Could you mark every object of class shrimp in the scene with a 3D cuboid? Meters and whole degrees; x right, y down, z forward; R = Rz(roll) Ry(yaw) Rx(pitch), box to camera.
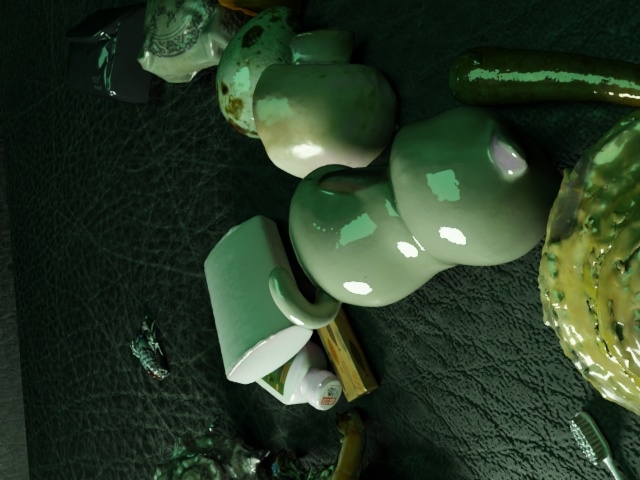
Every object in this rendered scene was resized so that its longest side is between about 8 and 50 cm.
[{"bbox_3d":[-0.449,0.281,1.378,0.082,0.076,0.174,-40,62,14],"label":"shrimp"},{"bbox_3d":[-0.006,0.376,0.895,0.222,0.054,0.290,-61,17,-11],"label":"shrimp"}]

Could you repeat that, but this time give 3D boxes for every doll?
[{"bbox_3d":[0.116,-0.037,0.685,0.370,0.215,0.226,-31,40,33],"label":"doll"}]

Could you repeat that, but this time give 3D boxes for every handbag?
[{"bbox_3d":[-0.559,-0.517,1.393,0.301,0.177,0.275,22,107,43],"label":"handbag"}]

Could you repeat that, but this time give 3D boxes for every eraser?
[{"bbox_3d":[-0.124,0.101,0.968,0.174,0.094,0.270,-42,45,20],"label":"eraser"}]

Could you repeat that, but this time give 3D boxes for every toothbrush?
[{"bbox_3d":[0.373,0.355,0.560,0.024,0.029,0.354,-53,55,49],"label":"toothbrush"}]

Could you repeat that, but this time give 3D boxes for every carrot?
[{"bbox_3d":[0.290,-0.186,0.615,0.298,0.078,0.078,19,104,38],"label":"carrot"}]

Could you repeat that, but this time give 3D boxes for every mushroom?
[{"bbox_3d":[0.010,-0.211,0.809,0.162,0.173,0.236,3,98,39],"label":"mushroom"}]

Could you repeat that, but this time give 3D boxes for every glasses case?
[{"bbox_3d":[0.040,0.180,0.892,0.065,0.041,0.170,-52,56,47],"label":"glasses case"}]

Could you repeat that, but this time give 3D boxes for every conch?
[{"bbox_3d":[-0.209,0.509,1.018,0.186,0.240,0.313,132,125,-63],"label":"conch"}]

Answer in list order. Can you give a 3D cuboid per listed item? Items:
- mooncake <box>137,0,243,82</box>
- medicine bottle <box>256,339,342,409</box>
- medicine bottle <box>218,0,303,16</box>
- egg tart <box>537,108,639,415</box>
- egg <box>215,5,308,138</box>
[{"bbox_3d":[-0.277,-0.476,1.104,0.250,0.136,0.255,-4,78,36],"label":"mooncake"},{"bbox_3d":[-0.056,0.230,0.963,0.219,0.078,0.115,23,96,44],"label":"medicine bottle"},{"bbox_3d":[-0.096,-0.532,0.963,0.149,0.112,0.222,26,109,43],"label":"medicine bottle"},{"bbox_3d":[0.356,0.038,0.445,0.351,0.150,0.352,9,109,28],"label":"egg tart"},{"bbox_3d":[-0.093,-0.295,0.928,0.169,0.169,0.231,28,101,42],"label":"egg"}]
